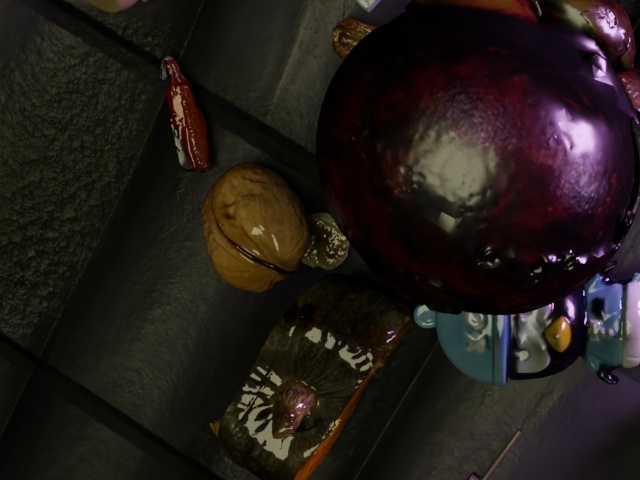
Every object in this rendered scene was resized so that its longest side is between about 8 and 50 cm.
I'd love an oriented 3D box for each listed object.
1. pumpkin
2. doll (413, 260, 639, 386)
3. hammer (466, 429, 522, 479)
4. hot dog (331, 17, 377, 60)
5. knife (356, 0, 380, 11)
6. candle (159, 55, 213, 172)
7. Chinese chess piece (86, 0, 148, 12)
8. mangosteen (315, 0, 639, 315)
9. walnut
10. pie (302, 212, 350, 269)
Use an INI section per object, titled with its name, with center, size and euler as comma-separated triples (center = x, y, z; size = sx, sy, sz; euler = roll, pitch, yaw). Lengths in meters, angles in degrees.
[pumpkin]
center = -0.013, 0.187, 1.806
size = 0.139, 0.222, 0.317
euler = 40, 115, 12
[doll]
center = 0.273, 0.099, 1.733
size = 0.314, 0.141, 0.177
euler = 1, 104, 13
[hammer]
center = 0.239, 0.298, 1.866
size = 0.035, 0.019, 0.110
euler = 35, 107, 7
[hot dog]
center = 0.053, -0.252, 1.769
size = 0.083, 0.035, 0.058
euler = 24, 114, 12
[knife]
center = 0.099, -0.357, 1.731
size = 0.044, 0.023, 0.162
euler = 44, 113, 1
[candle]
center = -0.182, -0.171, 1.872
size = 0.053, 0.048, 0.162
euler = -16, 100, -13
[Chinese chess piece]
center = -0.312, -0.404, 1.734
size = 0.273, 0.273, 0.102
euler = 40, 80, 5
[mangosteen]
center = 0.195, -0.110, 1.589
size = 0.381, 0.421, 0.381
euler = 24, 140, 21
[walnut]
center = -0.086, -0.013, 1.814
size = 0.144, 0.144, 0.180
euler = -51, 44, 23
[pie]
center = 0.000, 0.000, 1.863
size = 0.084, 0.020, 0.084
euler = 5, 105, 18
